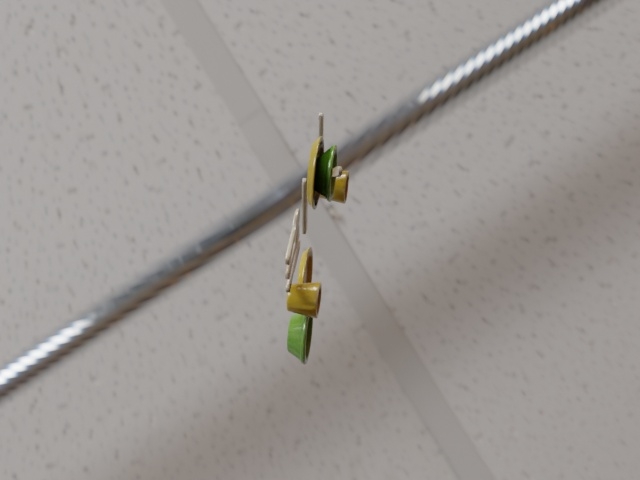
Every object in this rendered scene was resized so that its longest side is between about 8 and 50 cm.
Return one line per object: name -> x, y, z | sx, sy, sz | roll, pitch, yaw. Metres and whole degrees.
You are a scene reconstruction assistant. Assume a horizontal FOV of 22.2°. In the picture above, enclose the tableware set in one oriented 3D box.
tableware set -> 0.000, 0.000, 1.045 | 0.024, 0.154, 0.104 | 5, -48, 6
